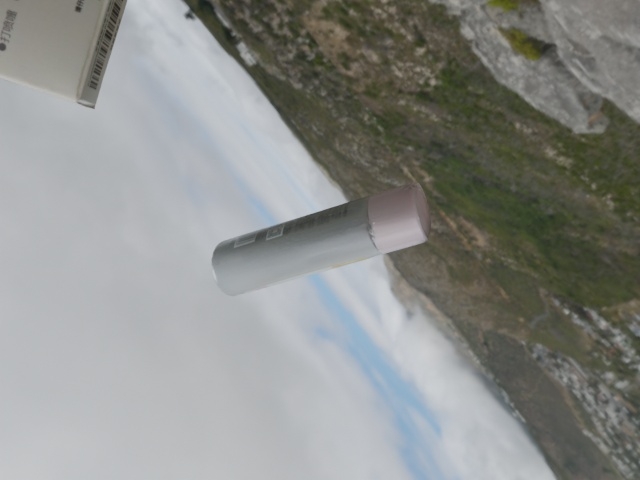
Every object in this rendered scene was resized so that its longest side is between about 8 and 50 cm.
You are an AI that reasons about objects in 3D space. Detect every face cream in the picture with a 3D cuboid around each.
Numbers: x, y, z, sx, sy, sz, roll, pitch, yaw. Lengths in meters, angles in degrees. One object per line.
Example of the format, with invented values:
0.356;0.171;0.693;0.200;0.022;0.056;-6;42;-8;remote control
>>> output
0.000;0.000;0.705;0.107;0.269;0.073;-64;-46;-64;face cream

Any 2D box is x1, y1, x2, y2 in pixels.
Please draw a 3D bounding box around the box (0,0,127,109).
-0.248;-0.315;0.480;0.214;0.353;0.069;19;-177;-6;box
